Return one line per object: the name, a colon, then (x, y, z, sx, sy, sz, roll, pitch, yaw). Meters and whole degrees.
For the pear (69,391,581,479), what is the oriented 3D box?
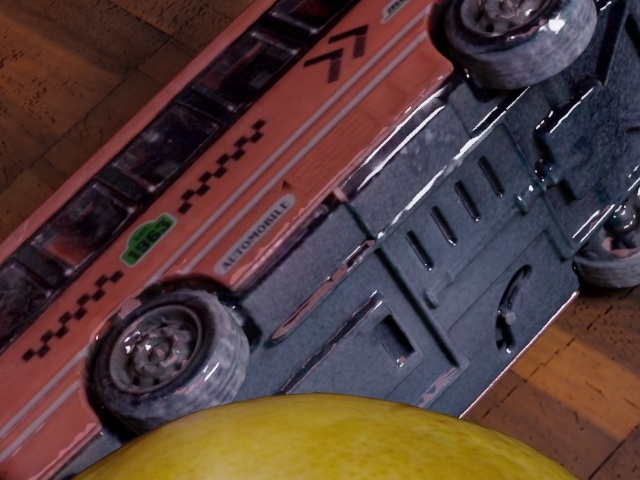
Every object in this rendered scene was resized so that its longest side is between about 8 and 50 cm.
pear: (0.008, 0.211, 0.670, 0.314, 0.314, 0.314, -13, 48, 15)

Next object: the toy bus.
toy bus: (0.000, 0.000, 0.926, 0.427, 0.203, 0.233, -45, 43, -11)
